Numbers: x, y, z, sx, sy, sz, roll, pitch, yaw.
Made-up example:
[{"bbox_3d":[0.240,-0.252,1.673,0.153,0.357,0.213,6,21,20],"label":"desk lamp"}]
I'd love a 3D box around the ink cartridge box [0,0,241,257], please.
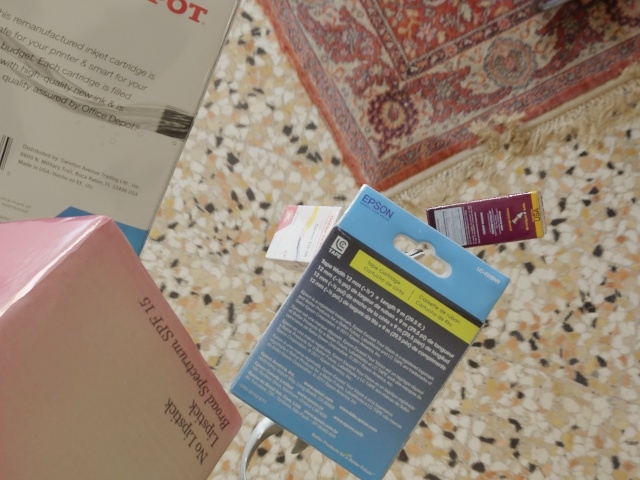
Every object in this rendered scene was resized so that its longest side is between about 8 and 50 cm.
[{"bbox_3d":[-0.292,-0.183,0.835,0.285,0.166,0.395,21,111,-18],"label":"ink cartridge box"}]

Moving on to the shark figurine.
[{"bbox_3d":[-0.045,0.320,1.234,0.278,0.116,0.166,-19,81,-33],"label":"shark figurine"}]

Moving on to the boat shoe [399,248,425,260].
[{"bbox_3d":[0.151,0.038,1.427,0.125,0.046,0.038,-26,70,31],"label":"boat shoe"}]

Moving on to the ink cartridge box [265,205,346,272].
[{"bbox_3d":[0.000,0.000,1.303,0.067,0.198,0.115,33,71,-39],"label":"ink cartridge box"}]

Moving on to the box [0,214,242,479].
[{"bbox_3d":[-0.166,0.115,0.316,0.126,0.149,0.232,-3,37,36],"label":"box"}]

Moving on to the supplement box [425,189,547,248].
[{"bbox_3d":[0.290,-0.033,1.235,0.188,0.104,0.081,-9,90,21],"label":"supplement box"}]

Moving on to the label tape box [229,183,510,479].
[{"bbox_3d":[0.069,0.133,1.026,0.249,0.115,0.348,33,89,4],"label":"label tape box"}]
